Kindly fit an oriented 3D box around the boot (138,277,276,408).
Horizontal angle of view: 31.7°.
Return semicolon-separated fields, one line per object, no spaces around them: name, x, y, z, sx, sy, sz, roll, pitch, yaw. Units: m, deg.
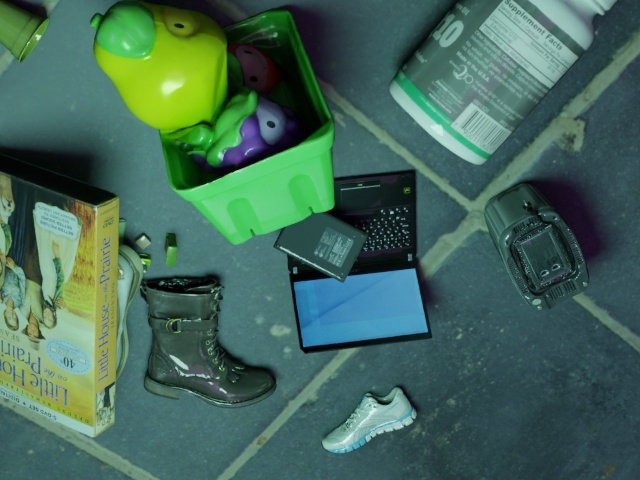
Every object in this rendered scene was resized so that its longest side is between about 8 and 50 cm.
boot;-0.196;0.174;1.989;0.263;0.091;0.229;5;116;-9

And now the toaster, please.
toaster;0.367;0.000;1.963;0.129;0.146;0.227;-30;118;5

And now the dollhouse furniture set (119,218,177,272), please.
dollhouse furniture set;-0.321;0.011;1.905;0.151;0.058;0.076;7;115;-13

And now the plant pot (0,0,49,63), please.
plant pot;-0.467;-0.325;1.709;0.079;0.083;0.083;33;107;-9

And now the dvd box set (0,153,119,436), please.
dvd box set;-0.464;0.083;1.822;0.307;0.062;0.420;20;119;24

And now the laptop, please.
laptop;0.064;0.036;1.937;0.234;0.136;0.264;-6;117;-7

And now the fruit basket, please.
fruit basket;-0.150;-0.225;1.642;0.283;0.392;0.392;-21;118;1

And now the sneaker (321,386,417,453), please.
sneaker;0.082;0.334;2.135;0.190;0.071;0.083;-26;111;-5

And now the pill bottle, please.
pill bottle;0.294;-0.312;1.763;0.204;0.204;0.361;35;106;-23

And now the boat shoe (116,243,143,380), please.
boat shoe;-0.387;0.147;1.906;0.113;0.103;0.302;27;122;19

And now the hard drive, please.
hard drive;0.000;0.000;1.911;0.135;0.022;0.094;28;88;-6
